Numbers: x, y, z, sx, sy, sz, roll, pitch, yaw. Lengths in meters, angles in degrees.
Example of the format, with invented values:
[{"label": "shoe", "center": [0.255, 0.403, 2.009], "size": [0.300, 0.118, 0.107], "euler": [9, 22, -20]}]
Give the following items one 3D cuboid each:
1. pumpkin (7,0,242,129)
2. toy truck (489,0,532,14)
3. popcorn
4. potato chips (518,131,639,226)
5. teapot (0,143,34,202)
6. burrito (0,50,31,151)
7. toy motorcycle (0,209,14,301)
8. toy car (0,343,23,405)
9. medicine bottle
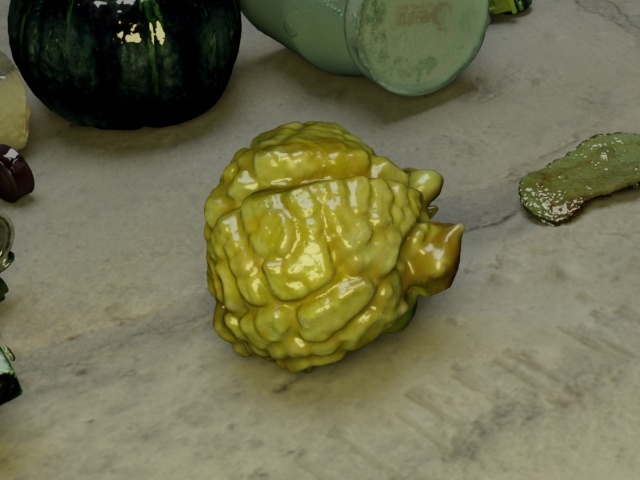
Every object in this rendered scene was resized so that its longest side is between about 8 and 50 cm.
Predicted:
[{"label": "pumpkin", "center": [-0.242, -0.285, 1.957], "size": [0.315, 0.238, 0.315], "euler": [-2, 32, 1]}, {"label": "toy truck", "center": [0.214, -0.407, 2.167], "size": [0.135, 0.128, 0.259], "euler": [-13, 31, 17]}, {"label": "popcorn", "center": [0.000, 0.000, 1.505], "size": [0.270, 0.224, 0.258], "euler": [15, 32, 40]}, {"label": "potato chips", "center": [0.310, -0.074, 1.727], "size": [0.142, 0.026, 0.209], "euler": [10, 35, 31]}, {"label": "teapot", "center": [-0.374, -0.075, 1.833], "size": [0.045, 0.068, 0.100], "euler": [-39, 9, -36]}, {"label": "burrito", "center": [-0.465, -0.131, 1.897], "size": [0.143, 0.105, 0.299], "euler": [26, 47, 33]}, {"label": "toy motorcycle", "center": [-0.458, 0.047, 1.624], "size": [0.275, 0.127, 0.205], "euler": [-33, 39, -23]}, {"label": "toy car", "center": [-0.398, 0.050, 1.449], "size": [0.141, 0.097, 0.321], "euler": [-26, 53, -17]}, {"label": "medicine bottle", "center": [0.052, -0.320, 1.954], "size": [0.245, 0.245, 0.290], "euler": [-23, 36, -21]}]
